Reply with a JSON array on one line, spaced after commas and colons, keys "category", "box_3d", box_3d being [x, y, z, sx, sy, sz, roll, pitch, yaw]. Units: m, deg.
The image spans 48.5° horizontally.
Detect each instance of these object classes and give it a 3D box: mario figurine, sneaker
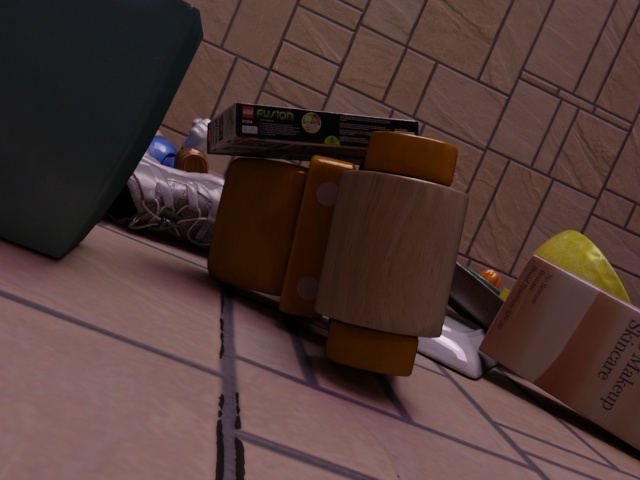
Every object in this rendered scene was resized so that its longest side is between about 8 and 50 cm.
[{"category": "mario figurine", "box_3d": [-0.299, -0.157, 1.174, 0.198, 0.170, 0.320, 19, 8, -32]}, {"category": "sneaker", "box_3d": [-0.205, -0.037, 0.899, 0.281, 0.105, 0.115, 25, 34, -9]}]

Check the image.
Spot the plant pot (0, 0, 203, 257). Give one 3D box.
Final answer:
[{"category": "plant pot", "box_3d": [-0.224, -0.116, 0.622, 0.165, 0.234, 0.165, 22, 5, -11]}]

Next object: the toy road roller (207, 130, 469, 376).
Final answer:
[{"category": "toy road roller", "box_3d": [0.000, 0.000, 0.733, 0.240, 0.203, 0.329, 11, -1, 0]}]

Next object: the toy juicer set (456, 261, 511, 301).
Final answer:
[{"category": "toy juicer set", "box_3d": [0.389, 0.124, 1.602, 0.209, 0.089, 0.329, 38, 1, -31]}]

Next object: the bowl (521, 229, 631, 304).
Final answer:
[{"category": "bowl", "box_3d": [0.442, 0.142, 1.313, 0.156, 0.289, 0.289, -21, 9, -3]}]

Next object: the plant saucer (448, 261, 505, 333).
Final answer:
[{"category": "plant saucer", "box_3d": [0.260, 0.111, 1.184, 0.310, 0.050, 0.310, 41, 1, -1]}]

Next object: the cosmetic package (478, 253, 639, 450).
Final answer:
[{"category": "cosmetic package", "box_3d": [0.372, 0.154, 0.893, 0.296, 0.153, 0.129, 30, 7, 26]}]

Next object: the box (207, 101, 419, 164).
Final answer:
[{"category": "box", "box_3d": [-0.010, -0.112, 0.774, 0.207, 0.036, 0.114, 1, -2, -24]}]

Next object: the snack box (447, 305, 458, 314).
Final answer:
[{"category": "snack box", "box_3d": [0.277, 0.137, 1.479, 0.141, 0.037, 0.100, 24, 3, -13]}]

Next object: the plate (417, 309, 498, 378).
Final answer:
[{"category": "plate", "box_3d": [0.127, 0.107, 1.032, 0.277, 0.045, 0.278, 26, 5, 21]}]
